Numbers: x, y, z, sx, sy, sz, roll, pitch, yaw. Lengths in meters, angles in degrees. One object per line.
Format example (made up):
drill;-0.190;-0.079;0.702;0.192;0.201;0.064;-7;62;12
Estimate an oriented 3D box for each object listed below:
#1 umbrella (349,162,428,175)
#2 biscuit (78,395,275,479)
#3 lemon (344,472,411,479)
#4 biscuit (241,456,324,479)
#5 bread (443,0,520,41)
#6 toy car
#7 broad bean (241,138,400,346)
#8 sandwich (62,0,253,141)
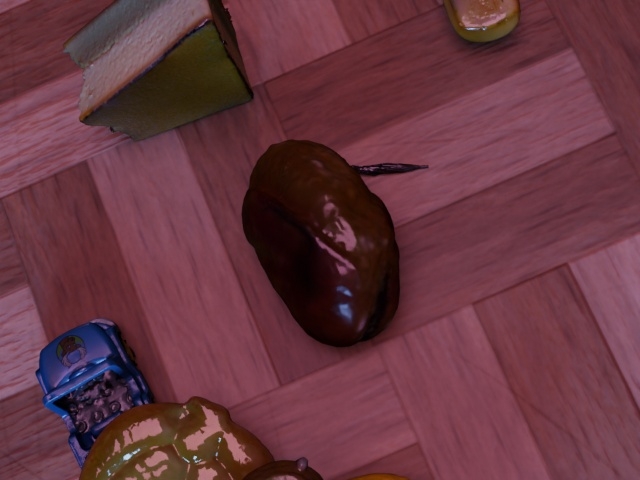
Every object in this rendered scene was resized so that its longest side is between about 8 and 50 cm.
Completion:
umbrella;0.058;-0.079;1.312;0.122;0.022;0.013;1;49;-3
biscuit;-0.150;0.284;1.176;0.203;0.041;0.260;20;85;-4
lemon;0.044;0.289;1.166;0.155;0.114;0.114;-18;74;6
biscuit;0.065;0.397;1.108;0.432;0.064;0.283;33;113;-3
bread;0.177;-0.272;1.326;0.082;0.056;0.115;-18;67;1
toy car;-0.230;0.171;1.238;0.097;0.100;0.191;-30;73;-1
broad bean;0.001;0.001;1.245;0.122;0.156;0.229;-8;60;-38
sandwich;-0.184;-0.200;1.269;0.186;0.220;0.108;-18;75;2
